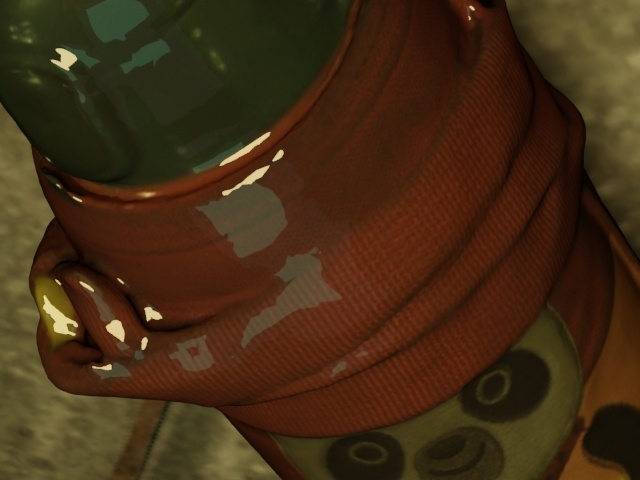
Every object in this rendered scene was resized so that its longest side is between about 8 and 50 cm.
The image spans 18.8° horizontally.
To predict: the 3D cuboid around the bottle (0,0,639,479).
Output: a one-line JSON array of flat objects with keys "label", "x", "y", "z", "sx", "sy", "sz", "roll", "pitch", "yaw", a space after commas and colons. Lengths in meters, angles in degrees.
[{"label": "bottle", "x": 0.000, "y": 0.000, "z": 0.528, "sx": 0.143, "sy": 0.156, "sz": 0.271, "roll": 8, "pitch": 148, "yaw": 43}]
